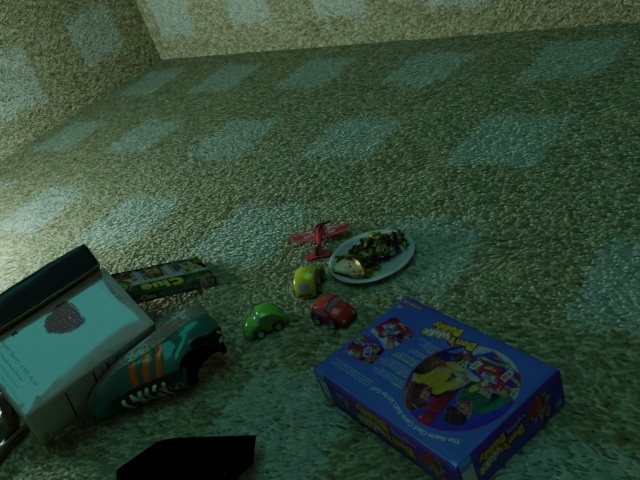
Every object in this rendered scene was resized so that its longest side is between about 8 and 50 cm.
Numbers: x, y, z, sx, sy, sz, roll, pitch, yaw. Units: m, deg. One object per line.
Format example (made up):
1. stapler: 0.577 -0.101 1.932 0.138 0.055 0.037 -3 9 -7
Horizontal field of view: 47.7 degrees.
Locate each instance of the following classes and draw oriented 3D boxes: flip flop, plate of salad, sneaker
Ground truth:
1. flip flop: -0.660 0.371 1.486 0.112 0.080 0.277 -3 35 27
2. plate of salad: 0.111 0.025 1.613 0.200 0.048 0.199 -15 30 9
3. sneaker: -0.319 0.264 1.427 0.302 0.108 0.121 -41 67 -3

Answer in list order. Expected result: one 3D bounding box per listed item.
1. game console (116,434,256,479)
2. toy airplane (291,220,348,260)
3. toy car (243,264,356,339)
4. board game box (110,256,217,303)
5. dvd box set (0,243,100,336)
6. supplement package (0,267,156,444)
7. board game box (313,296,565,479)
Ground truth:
1. game console: -0.263 0.392 1.120 0.213 0.043 0.361 -10 7 25
2. toy airplane: 0.000 0.000 1.736 0.151 0.028 0.151 -16 31 10
3. toy car: -0.064 0.138 1.530 0.225 0.053 0.239 -25 31 -8
4. board game box: -0.393 0.098 1.729 0.260 0.030 0.136 -12 29 -27
5. dvd box set: -0.629 0.166 1.578 0.308 0.062 0.420 -36 -3 -23
6. supplement package: -0.497 0.230 1.458 0.293 0.175 0.177 -38 69 -27
7. board game box: 0.185 0.239 1.200 0.233 0.078 0.347 -35 33 -23
